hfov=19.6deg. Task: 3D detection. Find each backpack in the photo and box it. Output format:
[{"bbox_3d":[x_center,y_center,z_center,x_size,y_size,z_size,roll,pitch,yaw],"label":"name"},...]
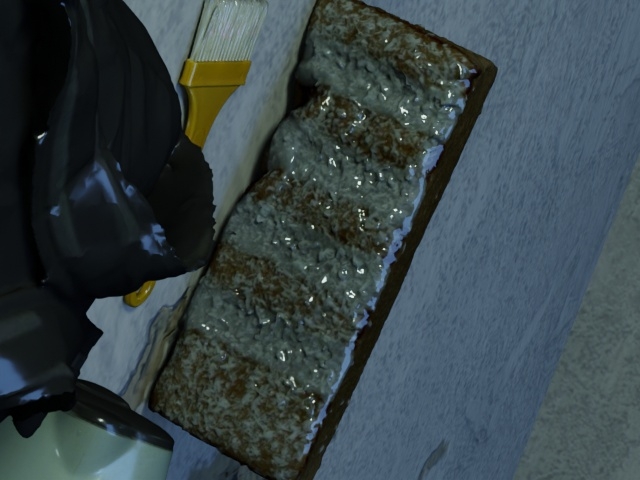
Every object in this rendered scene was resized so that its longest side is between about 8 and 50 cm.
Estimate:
[{"bbox_3d":[-0.210,-0.029,0.969,0.363,0.255,0.445,-60,163,4],"label":"backpack"}]

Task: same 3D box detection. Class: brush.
[{"bbox_3d":[-0.109,-0.068,1.501,0.103,0.013,0.272,-11,124,-65],"label":"brush"}]

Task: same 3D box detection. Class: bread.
[{"bbox_3d":[0.000,0.000,1.630,0.416,0.165,0.113,-67,161,2],"label":"bread"}]

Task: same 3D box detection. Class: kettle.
[{"bbox_3d":[-0.216,0.216,1.392,0.221,0.161,0.236,-179,-67,-82],"label":"kettle"}]
